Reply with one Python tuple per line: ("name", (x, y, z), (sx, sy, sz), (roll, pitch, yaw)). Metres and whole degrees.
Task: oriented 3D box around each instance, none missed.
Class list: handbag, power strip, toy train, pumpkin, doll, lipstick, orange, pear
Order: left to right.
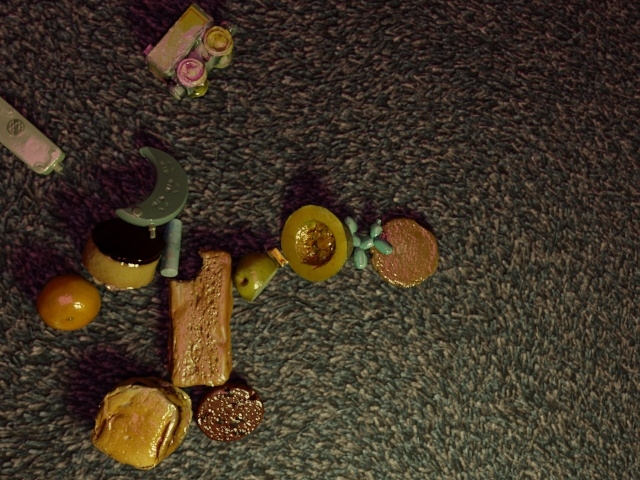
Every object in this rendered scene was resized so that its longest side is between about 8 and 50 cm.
("power strip", (-0.833, -0.313, 1.547), (0.385, 0.062, 0.091), (42, 81, -7))
("orange", (-0.657, 0.157, 1.538), (0.159, 0.159, 0.136), (-16, 49, -11))
("power strip", (-0.445, -0.126, 1.586), (0.167, 0.054, 0.253), (18, 62, -16))
("lipstick", (-0.407, 0.019, 1.603), (0.048, 0.048, 0.158), (4, 61, -12))
("toy train", (-0.350, -0.517, 1.613), (0.177, 0.134, 0.261), (39, 82, -8))
("pear", (-0.192, 0.093, 1.641), (0.104, 0.141, 0.141), (40, 82, 7))
("handbag", (-0.121, 0.047, 1.677), (0.027, 0.083, 0.061), (-38, 94, -11))
("pumpkin", (0.007, 0.004, 1.683), (0.110, 0.217, 0.217), (-10, 91, -52))
("doll", (0.116, -0.001, 1.721), (0.159, 0.059, 0.159), (-23, 80, 16))

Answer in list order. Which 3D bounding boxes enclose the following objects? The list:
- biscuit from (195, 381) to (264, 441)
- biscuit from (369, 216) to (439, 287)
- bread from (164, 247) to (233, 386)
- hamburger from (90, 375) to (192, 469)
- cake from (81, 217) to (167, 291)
("biscuit", (-0.253, 0.481, 1.647), (0.192, 0.049, 0.192), (-2, 107, -8))
("biscuit", (0.252, 0.035, 1.774), (0.225, 0.042, 0.226), (0, 89, -12))
("bread", (-0.334, 0.210, 1.621), (0.185, 0.109, 0.381), (1, 87, -4))
("hamburger", (-0.468, 0.477, 1.563), (0.244, 0.163, 0.245), (0, 92, -4))
("cake", (-0.523, 0.061, 1.556), (0.207, 0.185, 0.178), (10, 123, -13))
